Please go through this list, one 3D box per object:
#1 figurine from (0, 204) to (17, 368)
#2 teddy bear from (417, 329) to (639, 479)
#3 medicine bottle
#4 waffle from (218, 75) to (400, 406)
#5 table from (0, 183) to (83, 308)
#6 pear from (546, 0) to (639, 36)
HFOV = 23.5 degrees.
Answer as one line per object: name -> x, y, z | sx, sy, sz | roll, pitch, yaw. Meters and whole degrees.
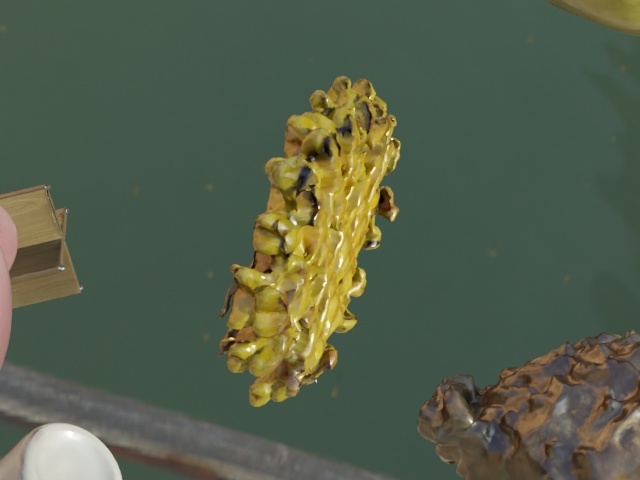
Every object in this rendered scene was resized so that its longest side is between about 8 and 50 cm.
figurine -> -0.231, 0.026, 0.736 | 0.173, 0.173, 0.173 | 7, 50, -8
teddy bear -> 0.187, 0.172, 0.762 | 0.246, 0.296, 0.222 | -9, 11, 31
medicine bottle -> -0.355, 0.334, 1.832 | 0.144, 0.252, 0.144 | 30, 36, -25
waffle -> 0.000, 0.000, 1.075 | 0.051, 0.229, 0.231 | 16, 27, 18
table -> -0.379, 0.024, 1.640 | 0.226, 0.167, 0.167 | -14, 53, 0
pear -> 0.209, -0.249, 0.929 | 0.253, 0.253, 0.307 | 38, 19, 17
